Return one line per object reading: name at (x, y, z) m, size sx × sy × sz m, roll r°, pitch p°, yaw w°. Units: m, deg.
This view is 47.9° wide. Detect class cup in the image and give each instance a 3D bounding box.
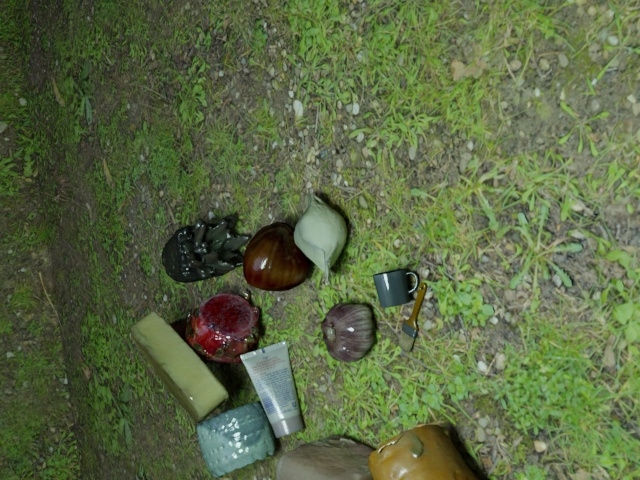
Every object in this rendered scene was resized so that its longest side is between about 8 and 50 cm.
cup at (0.173, 0.105, 1.623) m, size 0.100 × 0.078 × 0.077 m, roll -12°, pitch 90°, yaw 19°

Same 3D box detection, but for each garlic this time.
garlic at (0.060, 0.223, 1.741) m, size 0.159 × 0.102 × 0.147 m, roll -41°, pitch 64°, yaw 45°

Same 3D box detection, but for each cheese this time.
cheese at (-0.392, 0.414, 2.117) m, size 0.384 × 0.104 × 0.384 m, roll 44°, pitch 159°, yaw 22°

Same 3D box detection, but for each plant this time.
plant at (-0.353, 0.030, 2.147) m, size 0.320 × 0.194 × 0.182 m, roll -23°, pitch 80°, yaw 52°

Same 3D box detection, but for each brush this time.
brush at (0.211, 0.171, 1.624) m, size 0.043 × 0.014 × 0.170 m, roll 34°, pitch 118°, yaw 41°

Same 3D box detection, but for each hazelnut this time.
hazelnut at (-0.111, 0.045, 1.851) m, size 0.178 × 0.204 × 0.178 m, roll 12°, pitch 111°, yaw 34°

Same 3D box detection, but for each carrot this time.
carrot at (0.251, 0.566, 1.465) m, size 0.224 × 0.224 × 0.341 m, roll -60°, pitch 43°, yaw 35°

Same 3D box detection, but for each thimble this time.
thimble at (-0.241, 0.569, 2.062) m, size 0.250 × 0.205 × 0.172 m, roll -31°, pitch 75°, yaw 41°

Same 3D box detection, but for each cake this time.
cake at (0.040, 0.644, 1.715) m, size 0.230 × 0.237 × 0.309 m, roll 8°, pitch 98°, yaw 47°

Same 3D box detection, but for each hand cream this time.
hand cream at (-0.124, 0.412, 1.981) m, size 0.083 × 0.133 × 0.248 m, roll 118°, pitch 136°, yaw -75°

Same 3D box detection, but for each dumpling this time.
dumpling at (-0.001, -0.004, 1.794) m, size 0.216 × 0.126 × 0.166 m, roll 48°, pitch 155°, yaw 25°

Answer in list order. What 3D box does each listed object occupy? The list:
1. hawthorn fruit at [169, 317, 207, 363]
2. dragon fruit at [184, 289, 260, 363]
hawthorn fruit at (-0.416, 0.389, 2.301) m, size 0.165 × 0.165 × 0.286 m, roll 4°, pitch 101°, yaw 50°
dragon fruit at (-0.262, 0.244, 2.068) m, size 0.282 × 0.211 × 0.147 m, roll 29°, pitch 118°, yaw 17°
